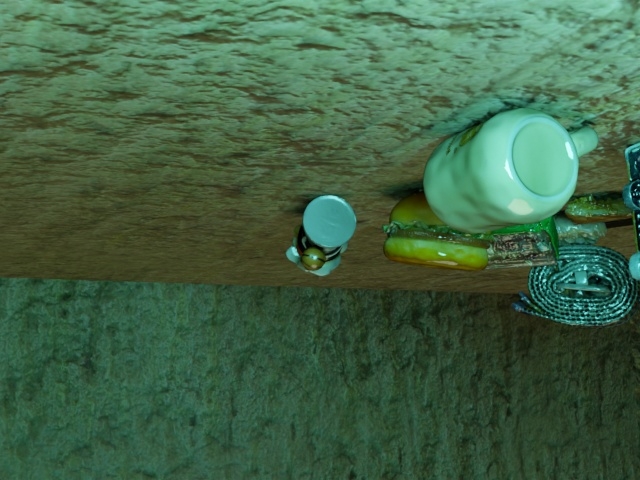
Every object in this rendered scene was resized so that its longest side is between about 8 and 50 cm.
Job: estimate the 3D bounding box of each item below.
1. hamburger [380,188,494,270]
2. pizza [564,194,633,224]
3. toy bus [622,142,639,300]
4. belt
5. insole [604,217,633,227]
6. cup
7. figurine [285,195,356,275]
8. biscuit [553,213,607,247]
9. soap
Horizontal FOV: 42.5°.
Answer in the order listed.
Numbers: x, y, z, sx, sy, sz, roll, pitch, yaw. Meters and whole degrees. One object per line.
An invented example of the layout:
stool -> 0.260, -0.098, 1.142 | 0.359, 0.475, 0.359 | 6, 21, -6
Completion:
hamburger -> 0.249, -0.026, 1.753 | 0.246, 0.169, 0.246 | 9, 178, 0
pizza -> 0.623, -0.072, 1.873 | 0.161, 0.062, 0.182 | -5, 177, -22
toy bus -> 0.629, -0.038, 1.415 | 0.167, 0.275, 0.138 | 1, 171, -30
belt -> 0.649, 0.115, 2.063 | 0.295, 0.206, 0.160 | 9, 173, 24
insole -> 0.842, -0.053, 2.153 | 0.328, 0.007, 0.111 | -10, 166, 44
cup -> 0.316, -0.102, 1.287 | 0.255, 0.173, 0.202 | 4, 171, -24
figurine -> 0.000, 0.000, 1.882 | 0.133, 0.176, 0.236 | 27, 164, -1
biscuit -> 0.598, -0.016, 2.116 | 0.179, 0.084, 0.281 | 4, 165, -12
soap -> 0.425, -0.006, 1.983 | 0.274, 0.098, 0.218 | -6, 147, 23
